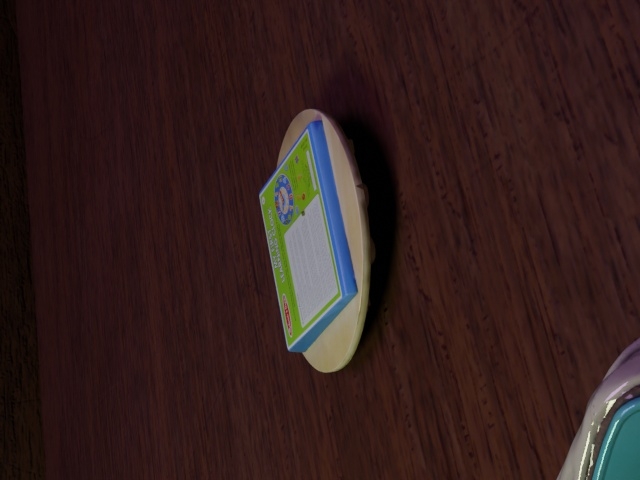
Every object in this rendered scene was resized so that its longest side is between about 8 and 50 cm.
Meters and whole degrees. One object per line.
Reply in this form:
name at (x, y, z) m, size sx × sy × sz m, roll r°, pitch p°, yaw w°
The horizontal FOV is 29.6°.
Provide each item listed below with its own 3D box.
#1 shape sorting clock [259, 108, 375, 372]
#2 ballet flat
shape sorting clock at (0.000, 0.000, 0.951) m, size 0.206 × 0.040 × 0.206 m, roll 178°, pitch 90°, yaw -66°
ballet flat at (0.136, 0.148, 0.584) m, size 0.086 × 0.086 × 0.248 m, roll -121°, pitch 40°, yaw -53°
